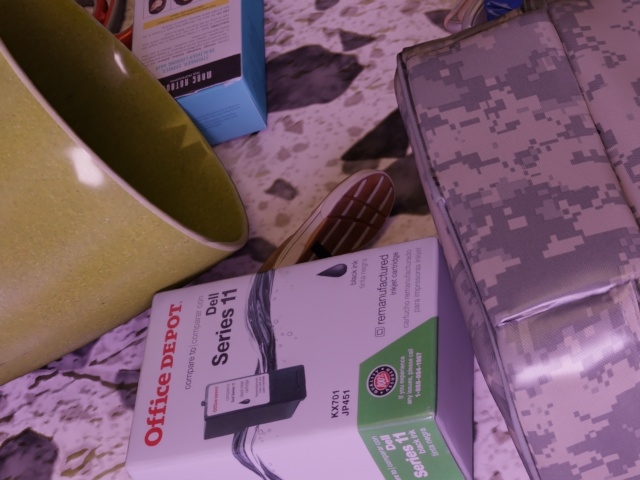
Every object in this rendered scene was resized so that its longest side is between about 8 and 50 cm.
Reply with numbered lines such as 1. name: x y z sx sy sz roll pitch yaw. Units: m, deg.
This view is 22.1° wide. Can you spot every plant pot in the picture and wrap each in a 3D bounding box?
1. plant pot: -0.250 -0.006 1.175 0.293 0.275 0.275 -41 42 12

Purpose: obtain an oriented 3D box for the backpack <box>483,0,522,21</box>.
1. backpack: 0.185 -0.172 1.207 0.120 0.098 0.101 11 64 19

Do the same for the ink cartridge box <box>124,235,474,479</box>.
1. ink cartridge box: -0.011 0.095 1.061 0.208 0.087 0.153 -13 45 17

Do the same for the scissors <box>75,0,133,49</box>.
1. scissors: -0.204 -0.134 1.417 0.109 0.021 0.297 -10 45 16

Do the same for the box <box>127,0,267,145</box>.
1. box: -0.102 -0.182 1.381 0.100 0.060 0.244 -16 45 13

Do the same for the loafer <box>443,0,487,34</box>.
1. loafer: 0.145 -0.208 1.297 0.125 0.045 0.039 -48 40 -16

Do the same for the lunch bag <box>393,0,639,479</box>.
1. lunch bag: 0.208 -0.006 0.953 0.256 0.212 0.305 -21 45 9

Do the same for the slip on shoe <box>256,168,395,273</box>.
1. slip on shoe: 0.000 0.000 1.176 0.041 0.051 0.135 16 64 50
